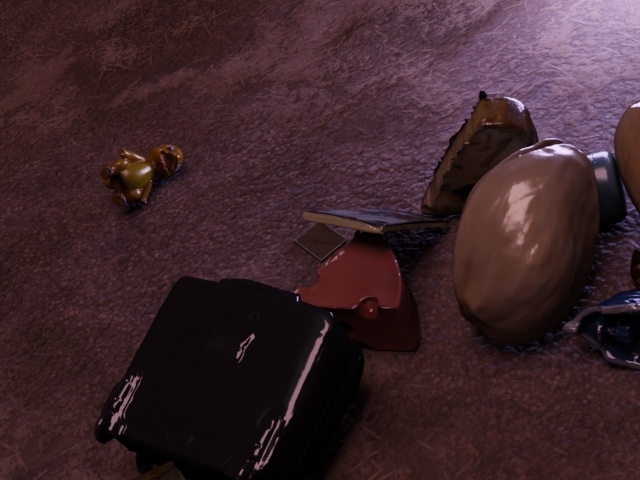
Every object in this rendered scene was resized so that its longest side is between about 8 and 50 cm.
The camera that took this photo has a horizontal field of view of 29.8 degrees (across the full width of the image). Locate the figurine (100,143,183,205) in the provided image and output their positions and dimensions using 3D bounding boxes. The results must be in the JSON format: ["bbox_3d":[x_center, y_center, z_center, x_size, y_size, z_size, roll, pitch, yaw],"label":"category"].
[{"bbox_3d":[-0.363,-0.142,2.455,0.176,0.121,0.122,-26,12,-20],"label":"figurine"}]

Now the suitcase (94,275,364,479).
[{"bbox_3d":[-0.132,0.225,1.859,0.345,0.188,0.339,11,67,36],"label":"suitcase"}]

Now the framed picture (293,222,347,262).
[{"bbox_3d":[0.000,0.000,2.185,0.066,0.007,0.089,-40,44,-15],"label":"framed picture"}]

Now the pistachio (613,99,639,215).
[{"bbox_3d":[0.556,-0.129,1.916,0.162,0.181,0.293,-21,44,17],"label":"pistachio"}]

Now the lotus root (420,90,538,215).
[{"bbox_3d":[0.287,-0.129,2.054,0.170,0.261,0.075,11,46,-8],"label":"lotus root"}]

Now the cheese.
[{"bbox_3d":[0.079,0.104,1.951,0.203,0.128,0.177,-41,43,-18],"label":"cheese"}]

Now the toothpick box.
[{"bbox_3d":[0.402,-0.070,1.980,0.184,0.120,0.120,-14,43,20],"label":"toothpick box"}]

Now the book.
[{"bbox_3d":[0.098,-0.036,2.046,0.157,0.231,0.026,12,99,33],"label":"book"}]

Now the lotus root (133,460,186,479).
[{"bbox_3d":[-0.268,0.492,1.660,0.346,0.250,0.250,-45,45,-15],"label":"lotus root"}]

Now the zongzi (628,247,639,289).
[{"bbox_3d":[0.501,0.052,1.864,0.067,0.073,0.083,-27,82,-1],"label":"zongzi"}]

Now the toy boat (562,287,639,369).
[{"bbox_3d":[0.490,0.147,1.705,0.309,0.129,0.142,11,39,36],"label":"toy boat"}]

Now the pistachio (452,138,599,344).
[{"bbox_3d":[0.318,-0.002,1.857,0.226,0.208,0.332,16,86,-9],"label":"pistachio"}]
